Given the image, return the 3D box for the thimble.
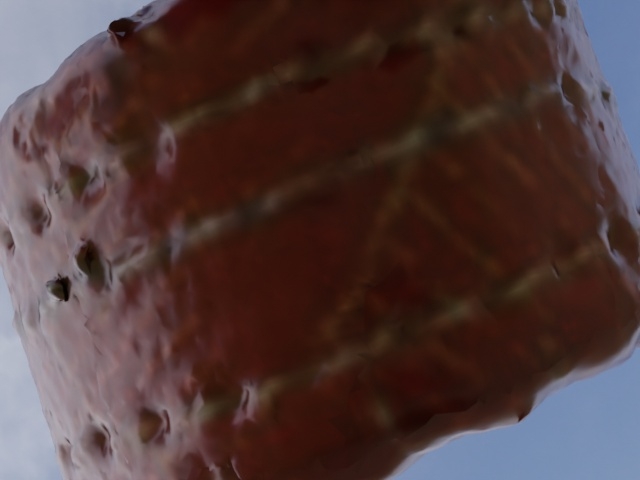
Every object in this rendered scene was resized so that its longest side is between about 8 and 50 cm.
[{"bbox_3d":[0.000,0.000,0.639,0.350,0.350,0.230,-20,-95,-21],"label":"thimble"}]
